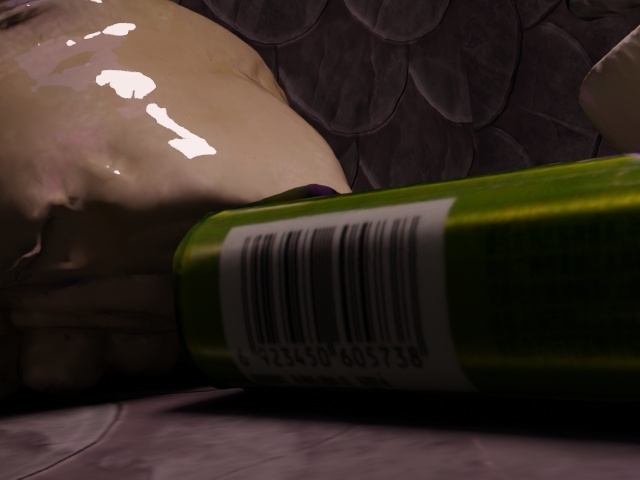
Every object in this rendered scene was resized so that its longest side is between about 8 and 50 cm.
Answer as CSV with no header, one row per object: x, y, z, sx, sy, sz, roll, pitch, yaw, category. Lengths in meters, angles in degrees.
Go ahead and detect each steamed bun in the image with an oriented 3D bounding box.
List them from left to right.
-0.162,-0.038,0.751,0.339,0.247,0.352,-10,7,-13,steamed bun

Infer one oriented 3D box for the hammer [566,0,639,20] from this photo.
0.354,-0.197,0.754,0.427,0.044,0.152,-11,-2,37,hammer

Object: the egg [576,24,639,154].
0.391,-0.104,0.948,0.337,0.201,0.337,-20,-18,-7,egg

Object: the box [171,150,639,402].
0.089,0.010,0.479,0.134,0.097,0.345,-7,1,-40,box
